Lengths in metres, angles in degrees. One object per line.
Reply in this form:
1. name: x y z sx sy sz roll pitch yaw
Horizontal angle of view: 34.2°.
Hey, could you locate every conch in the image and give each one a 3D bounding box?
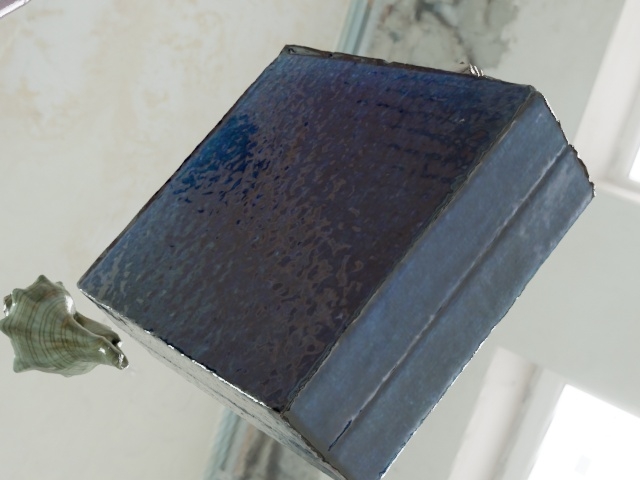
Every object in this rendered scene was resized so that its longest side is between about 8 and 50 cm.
1. conch: -0.324 0.125 1.302 0.114 0.234 0.137 -58 -19 7

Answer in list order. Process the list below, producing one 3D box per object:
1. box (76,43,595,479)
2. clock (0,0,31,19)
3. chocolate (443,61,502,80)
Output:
1. box: 0.000 0.000 0.736 0.261 0.279 0.116 -51 -51 -13
2. clock: -0.462 -0.424 1.177 0.113 0.296 0.322 -42 -37 -29
3. chocolate: 0.127 -0.096 0.898 0.127 0.124 0.133 -43 -36 -5
